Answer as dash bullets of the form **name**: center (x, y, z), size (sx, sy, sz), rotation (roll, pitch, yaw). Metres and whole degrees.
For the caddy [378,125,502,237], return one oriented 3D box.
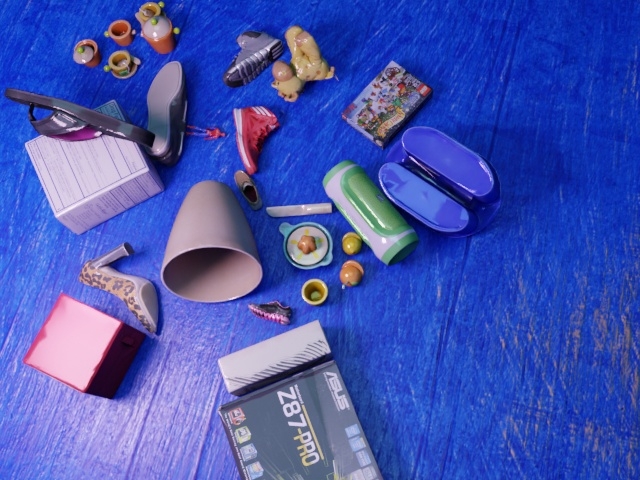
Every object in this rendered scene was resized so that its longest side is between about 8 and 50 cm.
- **caddy**: center (0.319, -0.157, 1.764), size (0.341, 0.179, 0.241), rotation (37, 101, 15)

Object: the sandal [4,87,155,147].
- **sandal**: center (-0.663, -0.309, 1.751), size (0.445, 0.167, 0.107), rotation (19, 90, 12)

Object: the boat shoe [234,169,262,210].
- **boat shoe**: center (-0.206, -0.151, 1.869), size (0.050, 0.045, 0.135), rotation (-31, 71, -7)

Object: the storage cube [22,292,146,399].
- **storage cube**: center (-0.598, 0.273, 1.676), size (0.215, 0.184, 0.193), rotation (22, 75, 11)

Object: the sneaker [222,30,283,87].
- **sneaker**: center (-0.235, -0.565, 2.008), size (0.228, 0.086, 0.132), rotation (-39, 67, -20)

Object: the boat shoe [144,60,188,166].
- **boat shoe**: center (-0.453, -0.375, 1.957), size (0.112, 0.095, 0.335), rotation (-5, 65, 18)

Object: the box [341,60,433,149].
- **box**: center (0.197, -0.399, 1.926), size (0.159, 0.044, 0.233), rotation (39, 78, 16)

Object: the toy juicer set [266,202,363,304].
- **toy juicer set**: center (0.000, 0.000, 1.775), size (0.209, 0.089, 0.329), rotation (-23, 70, -4)

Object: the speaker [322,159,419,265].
- **speaker**: center (0.133, -0.077, 1.773), size (0.131, 0.131, 0.296), rotation (-35, 72, -8)

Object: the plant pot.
- **plant pot**: center (-0.291, -0.017, 1.744), size (0.256, 0.256, 0.274), rotation (-10, 53, 1)

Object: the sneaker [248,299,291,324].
- **sneaker**: center (-0.132, 0.183, 1.748), size (0.119, 0.047, 0.057), rotation (18, 66, 3)

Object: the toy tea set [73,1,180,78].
- **toy tea set**: center (-0.604, -0.628, 2.030), size (0.336, 0.124, 0.200), rotation (-35, 72, -8)

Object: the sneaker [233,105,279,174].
- **sneaker**: center (-0.176, -0.303, 1.901), size (0.128, 0.087, 0.221), rotation (-13, 71, 1)

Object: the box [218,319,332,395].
- **box**: center (-0.110, 0.300, 1.666), size (0.275, 0.113, 0.094), rotation (-22, 71, -2)

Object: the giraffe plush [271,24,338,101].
- **giraffe plush**: center (-0.072, -0.506, 1.944), size (0.170, 0.181, 0.210), rotation (-39, 106, 1)

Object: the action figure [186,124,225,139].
- **action figure**: center (-0.339, -0.321, 1.950), size (0.115, 0.030, 0.038), rotation (7, 75, 7)

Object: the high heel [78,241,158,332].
- **high heel**: center (-0.550, 0.156, 1.786), size (0.186, 0.093, 0.261), rotation (-27, 82, 18)

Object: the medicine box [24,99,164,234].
- **medicine box**: center (-0.640, -0.208, 1.869), size (0.289, 0.149, 0.263), rotation (-28, 70, -6)

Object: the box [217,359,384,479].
- **box**: center (-0.036, 0.533, 1.584), size (0.318, 0.097, 0.395), rotation (-20, 70, -6)
